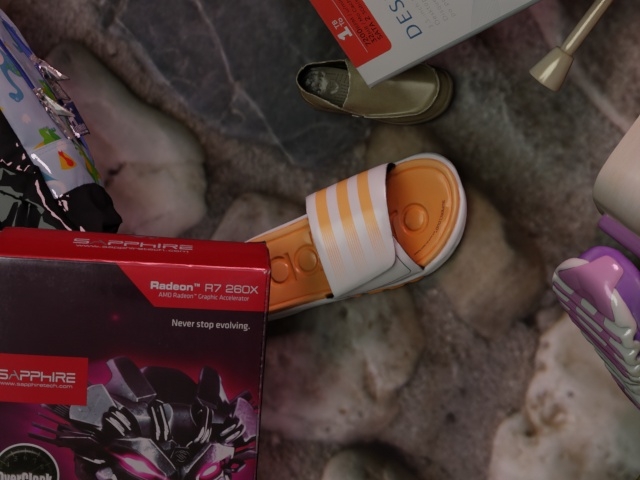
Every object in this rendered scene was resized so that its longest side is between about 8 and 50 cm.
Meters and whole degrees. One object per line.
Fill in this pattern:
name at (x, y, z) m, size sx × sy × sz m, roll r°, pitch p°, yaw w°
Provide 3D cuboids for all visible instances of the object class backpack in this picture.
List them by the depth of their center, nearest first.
backpack at (-0.373, -0.097, 1.264) m, size 0.290 × 0.273 × 0.355 m, roll -34°, pitch 100°, yaw 23°

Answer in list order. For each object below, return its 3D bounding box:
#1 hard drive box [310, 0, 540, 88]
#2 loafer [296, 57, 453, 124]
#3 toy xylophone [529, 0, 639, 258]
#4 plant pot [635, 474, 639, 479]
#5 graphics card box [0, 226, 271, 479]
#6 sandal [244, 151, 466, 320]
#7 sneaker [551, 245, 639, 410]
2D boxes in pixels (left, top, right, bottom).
hard drive box at (0.089, -0.248, 1.018) m, size 0.232 × 0.089 × 0.181 m, roll -24°, pitch 108°, yaw 44°
loafer at (0.042, -0.129, 1.147) m, size 0.148 × 0.050 × 0.056 m, roll 2°, pitch 90°, yaw 28°
toy xylophone at (0.309, -0.129, 0.990) m, size 0.323 × 0.081 × 0.236 m, roll -48°, pitch 70°, yaw 18°
plant pot at (0.305, 0.237, 0.907) m, size 0.274 × 0.275 × 0.294 m, roll 23°, pitch 81°, yaw 26°
graphics card box at (-0.168, 0.182, 1.139) m, size 0.232 × 0.094 × 0.371 m, roll 4°, pitch 102°, yaw -6°
sandal at (0.003, 0.010, 1.149) m, size 0.265 × 0.076 × 0.102 m, roll -25°, pitch 78°, yaw 25°
sneaker at (0.248, 0.060, 0.956) m, size 0.104 × 0.236 × 0.095 m, roll -39°, pitch 49°, yaw 4°
